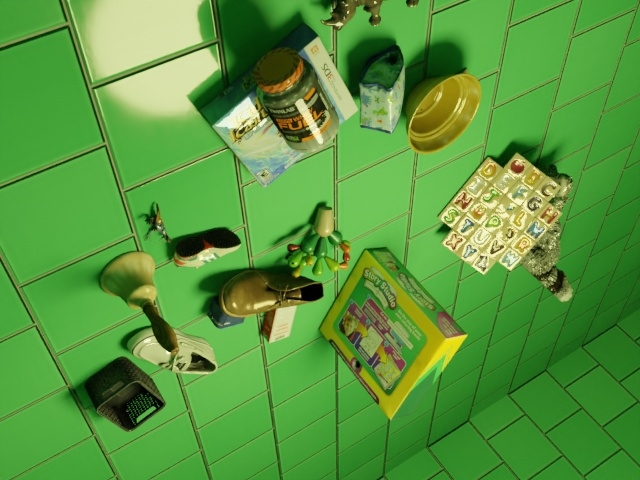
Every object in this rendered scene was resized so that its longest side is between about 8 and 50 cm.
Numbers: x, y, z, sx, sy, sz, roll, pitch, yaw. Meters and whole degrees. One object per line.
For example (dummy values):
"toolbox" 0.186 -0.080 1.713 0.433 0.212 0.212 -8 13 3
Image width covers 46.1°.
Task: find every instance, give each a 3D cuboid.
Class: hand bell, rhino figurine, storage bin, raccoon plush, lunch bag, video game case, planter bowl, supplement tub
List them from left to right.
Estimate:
"storage bin" -0.475 0.377 1.838 0.122 0.084 0.180 -36 146 -7
"hand bell" -0.351 0.146 1.558 0.126 0.242 0.126 -26 143 -22
"lunch bag" -0.232 0.178 1.864 0.098 0.067 0.065 -10 135 -38
"video game case" -0.075 -0.265 1.528 0.269 0.061 0.244 -40 145 0
"supplement tub" -0.046 -0.261 1.404 0.117 0.117 0.190 -39 143 -2
"rhino figurine" 0.100 -0.477 1.451 0.243 0.073 0.106 -30 148 -13
"lunch bag" 0.140 -0.331 1.630 0.129 0.096 0.151 86 27 -50
"planter bowl" 0.267 -0.318 1.773 0.217 0.090 0.217 -25 142 -21
"raccoon plush" 0.730 -0.040 2.388 0.299 0.216 0.446 -48 130 8

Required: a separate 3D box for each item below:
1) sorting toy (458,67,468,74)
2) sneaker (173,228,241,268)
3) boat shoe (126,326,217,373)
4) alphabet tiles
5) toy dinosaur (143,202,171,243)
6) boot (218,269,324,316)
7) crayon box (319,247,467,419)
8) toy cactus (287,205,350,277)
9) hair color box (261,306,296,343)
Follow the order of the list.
"sorting toy" 0.341 -0.377 1.847 0.062 0.012 0.083 -38 143 -13
"sneaker" -0.258 0.023 1.689 0.161 0.057 0.075 -16 155 -34
"boat shoe" -0.354 0.282 1.843 0.096 0.088 0.267 -46 146 9
"alphabet tiles" 0.523 -0.074 2.193 0.285 0.011 0.343 35 106 -10
"toy dinosaur" -0.330 -0.025 1.570 0.090 0.047 0.082 -58 162 6
"boot" -0.114 0.126 1.848 0.305 0.115 0.112 -5 93 -48
"crayon box" 0.190 0.254 2.094 0.106 0.363 0.313 -1 130 -44
"toy cactus" 0.000 0.000 1.886 0.218 0.112 0.181 -8 115 -36
"hair color box" -0.111 0.209 2.038 0.072 0.043 0.141 -16 137 -32
